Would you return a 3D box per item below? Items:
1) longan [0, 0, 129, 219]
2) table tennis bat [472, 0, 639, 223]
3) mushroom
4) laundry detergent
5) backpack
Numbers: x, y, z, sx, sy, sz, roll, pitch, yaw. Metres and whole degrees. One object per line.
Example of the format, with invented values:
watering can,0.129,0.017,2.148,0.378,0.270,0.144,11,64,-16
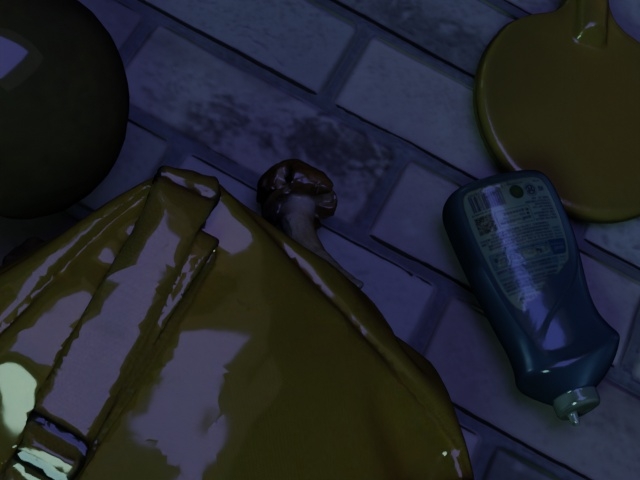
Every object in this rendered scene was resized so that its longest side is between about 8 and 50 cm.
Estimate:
longan,-0.228,-0.101,1.009,0.189,0.189,0.189,8,59,-13
table tennis bat,0.233,-0.159,1.254,0.199,0.050,0.320,13,61,-11
mushroom,0.000,0.000,1.044,0.061,0.060,0.187,4,31,-23
laundry detergent,0.168,0.047,1.104,0.097,0.061,0.206,-8,63,-24
backpack,-0.109,0.148,0.870,0.378,0.201,0.353,-36,86,-27
